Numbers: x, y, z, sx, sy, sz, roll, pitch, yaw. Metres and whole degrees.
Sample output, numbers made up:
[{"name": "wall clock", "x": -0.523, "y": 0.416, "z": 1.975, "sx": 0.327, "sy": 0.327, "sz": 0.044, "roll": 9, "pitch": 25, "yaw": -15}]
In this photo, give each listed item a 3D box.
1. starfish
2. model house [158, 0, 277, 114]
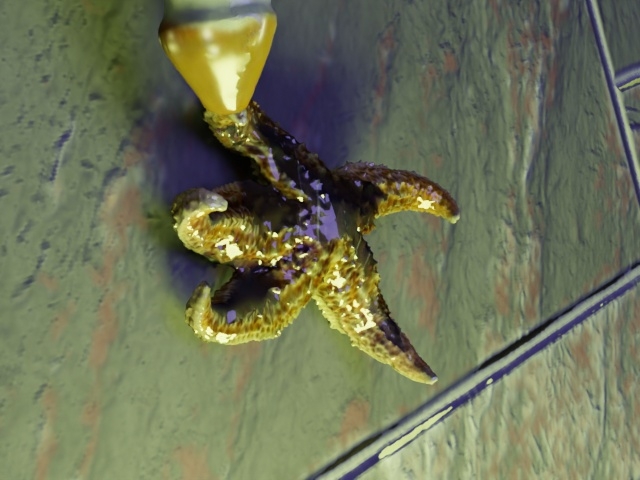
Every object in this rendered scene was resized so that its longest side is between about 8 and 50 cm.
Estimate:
[{"name": "starfish", "x": -0.001, "y": 0.000, "z": 0.924, "sx": 0.238, "sy": 0.071, "sz": 0.216, "roll": -25, "pitch": 107, "yaw": -41}, {"name": "model house", "x": -0.026, "y": -0.221, "z": 0.810, "sx": 0.190, "sy": 0.271, "sz": 0.300, "roll": -10, "pitch": 105, "yaw": -38}]
